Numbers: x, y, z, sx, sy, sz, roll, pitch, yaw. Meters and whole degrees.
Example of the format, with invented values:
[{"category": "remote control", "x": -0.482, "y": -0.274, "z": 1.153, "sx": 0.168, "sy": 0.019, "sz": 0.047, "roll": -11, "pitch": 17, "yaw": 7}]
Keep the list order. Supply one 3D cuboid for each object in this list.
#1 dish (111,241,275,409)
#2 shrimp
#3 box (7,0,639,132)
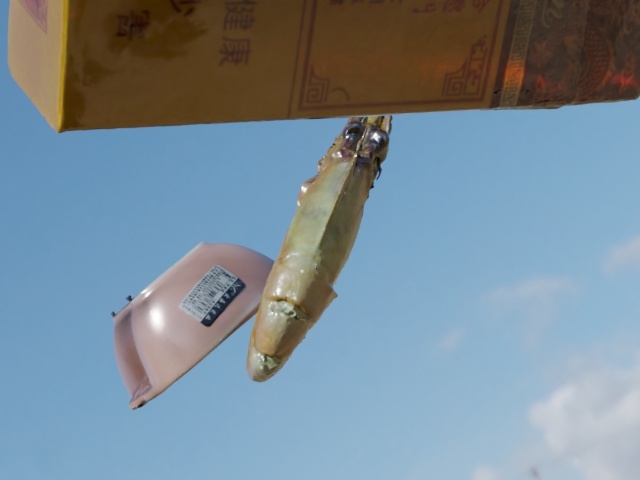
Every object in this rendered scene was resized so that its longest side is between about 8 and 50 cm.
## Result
[{"category": "dish", "x": -0.134, "y": 0.069, "z": 1.589, "sx": 0.213, "sy": 0.090, "sz": 0.213, "roll": -39, "pitch": 2, "yaw": 2}, {"category": "shrimp", "x": 0.000, "y": -0.001, "z": 1.402, "sx": 0.145, "sy": 0.061, "sz": 0.267, "roll": 106, "pitch": -176, "yaw": -79}, {"category": "box", "x": 0.029, "y": -0.209, "z": 0.988, "sx": 0.415, "sy": 0.116, "sz": 0.264, "roll": -7, "pitch": -62, "yaw": -25}]
